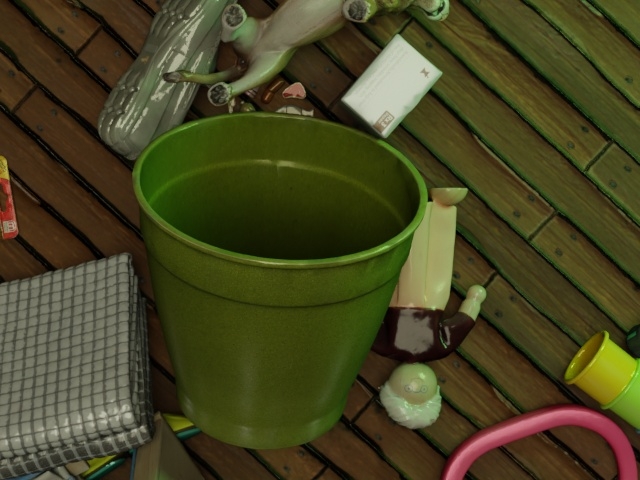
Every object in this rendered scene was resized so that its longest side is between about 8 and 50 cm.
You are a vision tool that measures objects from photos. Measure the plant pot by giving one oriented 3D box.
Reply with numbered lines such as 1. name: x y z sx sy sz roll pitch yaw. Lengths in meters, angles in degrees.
1. plant pot: -0.067 0.070 1.724 0.367 0.366 0.353 7 123 0

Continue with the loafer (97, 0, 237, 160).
1. loafer: -0.194 -0.254 1.853 0.111 0.112 0.319 33 89 -37

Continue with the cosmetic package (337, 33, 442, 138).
1. cosmetic package: 0.090 -0.205 1.777 0.085 0.231 0.117 41 92 -2

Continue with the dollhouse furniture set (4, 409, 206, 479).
1. dollhouse furniture set: -0.297 0.433 1.798 0.303 0.198 0.286 -26 113 9

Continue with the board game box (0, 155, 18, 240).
1. board game box: -0.574 -0.044 1.894 0.259 0.039 0.124 -9 92 -1

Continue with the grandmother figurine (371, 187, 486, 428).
1. grandmother figurine: 0.129 0.096 1.860 0.208 0.104 0.342 1 90 9

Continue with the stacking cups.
1. stacking cups: 0.495 0.263 1.865 0.316 0.096 0.096 40 93 -2

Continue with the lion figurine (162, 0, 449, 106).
1. lion figurine: -0.015 -0.305 1.797 0.392 0.240 0.142 -21 96 13

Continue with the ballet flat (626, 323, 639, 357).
1. ballet flat: 0.539 0.136 1.863 0.203 0.074 0.074 -2 93 2

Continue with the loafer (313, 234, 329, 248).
1. loafer: 0.000 0.000 1.873 0.062 0.061 0.170 4 93 0

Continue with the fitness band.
1. fitness band: 0.314 0.354 1.891 0.291 0.054 0.209 -20 92 0

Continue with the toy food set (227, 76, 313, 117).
1. toy food set: -0.073 -0.202 1.885 0.122 0.019 0.078 -8 93 1

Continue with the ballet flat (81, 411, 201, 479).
1. ballet flat: -0.284 0.286 1.889 0.231 0.077 0.077 -26 76 4

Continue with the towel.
1. towel: -0.349 0.175 1.804 0.235 0.121 0.283 -15 50 8

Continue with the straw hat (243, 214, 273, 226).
1. straw hat: -0.094 -0.045 1.873 0.144 0.061 0.144 0 93 0
